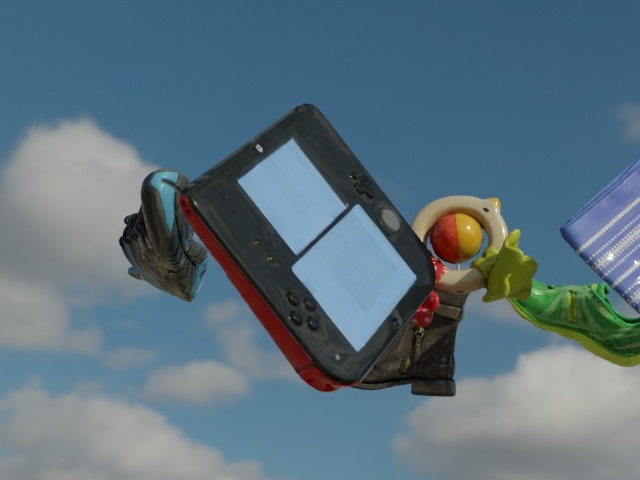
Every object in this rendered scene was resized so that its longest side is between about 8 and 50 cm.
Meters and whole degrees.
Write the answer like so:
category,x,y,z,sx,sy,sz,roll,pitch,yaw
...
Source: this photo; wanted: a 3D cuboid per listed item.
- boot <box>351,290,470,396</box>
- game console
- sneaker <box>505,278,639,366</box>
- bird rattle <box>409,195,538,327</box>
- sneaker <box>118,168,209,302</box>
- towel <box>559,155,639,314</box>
category,x,y,z,sx,sy,sz,roll,pitch,yaw
boot,0.136,0.147,2.112,0.262,0.229,0.091,4,-3,9
game console,0.000,0.000,1.701,0.060,0.386,0.342,-30,-82,34
sneaker,0.464,0.118,2.209,0.295,0.124,0.109,25,17,9
bird rattle,0.210,0.030,1.924,0.253,0.207,0.143,-10,-28,17
sneaker,-0.276,-0.005,2.019,0.139,0.125,0.341,15,-31,8
towel,0.556,0.030,1.847,0.336,0.243,0.040,46,-22,16
